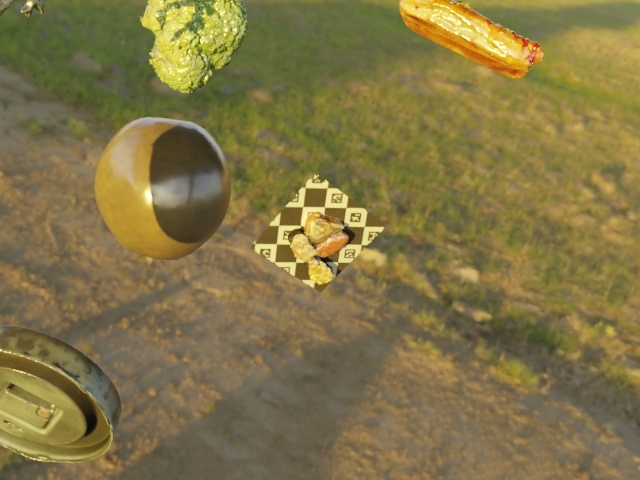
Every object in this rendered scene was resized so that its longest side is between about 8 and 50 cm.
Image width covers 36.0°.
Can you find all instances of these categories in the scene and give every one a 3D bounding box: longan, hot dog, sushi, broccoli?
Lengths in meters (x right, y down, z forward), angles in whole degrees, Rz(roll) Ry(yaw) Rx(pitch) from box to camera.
[{"bbox_3d":[-0.320,-0.105,2.010,0.297,0.297,0.297,15,19,-5],"label":"longan"},{"bbox_3d":[0.139,-0.194,0.917,0.144,0.038,0.062,28,-3,12],"label":"hot dog"},{"bbox_3d":[0.000,0.000,1.174,0.120,0.126,0.026,34,20,-27],"label":"sushi"},{"bbox_3d":[-0.274,-0.461,1.950,0.186,0.254,0.302,9,37,-50],"label":"broccoli"}]

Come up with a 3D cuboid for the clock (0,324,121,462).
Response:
[{"bbox_3d":[-0.510,0.275,1.739,0.325,0.325,0.067,18,46,1],"label":"clock"}]

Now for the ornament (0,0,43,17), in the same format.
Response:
[{"bbox_3d":[-0.425,-0.385,1.329,0.202,0.236,0.080,-4,57,-56],"label":"ornament"}]
